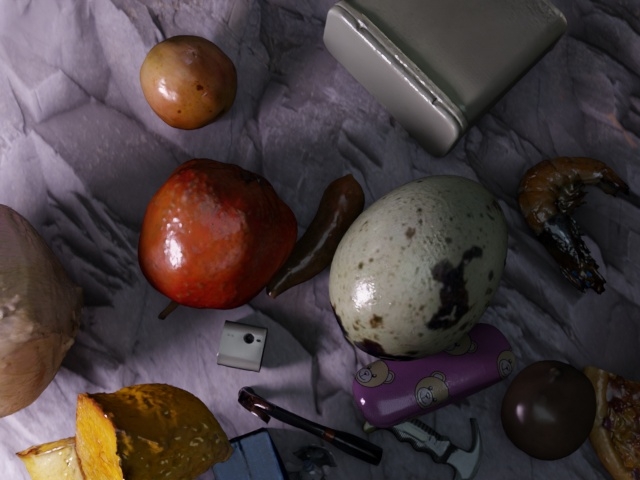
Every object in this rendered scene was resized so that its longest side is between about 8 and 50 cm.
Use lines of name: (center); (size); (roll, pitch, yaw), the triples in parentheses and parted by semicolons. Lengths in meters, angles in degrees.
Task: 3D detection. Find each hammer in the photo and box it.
hammer: (-0.015, 0.343, 1.592); (0.290, 0.137, 0.037); (25, 85, -7)
hammer: (0.192, 0.374, 1.627); (0.227, 0.041, 0.158); (26, 78, 3)

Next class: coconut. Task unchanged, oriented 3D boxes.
coconut: (-0.587, 0.117, 1.473); (0.405, 0.404, 0.404); (1, 78, -3)

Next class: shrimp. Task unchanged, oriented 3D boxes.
shrimp: (0.527, -0.040, 1.725); (0.222, 0.054, 0.290); (-22, 76, -8)

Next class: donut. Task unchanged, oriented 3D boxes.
donut: (-0.248, 0.410, 1.348); (0.164, 0.378, 0.434); (-17, 101, -29)
donut: (-0.392, 0.390, 1.543); (0.295, 0.151, 0.112); (-17, 89, -7)

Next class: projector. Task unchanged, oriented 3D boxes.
projector: (-0.146, 0.198, 1.624); (0.082, 0.083, 0.083); (11, 78, -1)

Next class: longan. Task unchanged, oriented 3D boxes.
longan: (0.415, 0.310, 1.589); (0.189, 0.189, 0.189); (1, 78, -3)

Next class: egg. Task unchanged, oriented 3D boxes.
egg: (0.180, 0.044, 1.575); (0.288, 0.287, 0.379); (38, 64, 5)

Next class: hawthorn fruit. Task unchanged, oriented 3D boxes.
hawthorn fruit: (-0.206, 0.014, 1.579); (0.287, 0.287, 0.330); (34, 102, 4)

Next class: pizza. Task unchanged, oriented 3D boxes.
pizza: (0.620, 0.348, 1.635); (0.229, 0.081, 0.289); (-20, 78, -7)

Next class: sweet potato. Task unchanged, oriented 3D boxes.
sweet potato: (0.001, 0.002, 1.668); (0.097, 0.097, 0.291); (33, 77, 4)

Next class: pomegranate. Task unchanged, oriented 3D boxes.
pomegranate: (-0.255, -0.307, 1.675); (0.191, 0.191, 0.191); (1, 78, -3)

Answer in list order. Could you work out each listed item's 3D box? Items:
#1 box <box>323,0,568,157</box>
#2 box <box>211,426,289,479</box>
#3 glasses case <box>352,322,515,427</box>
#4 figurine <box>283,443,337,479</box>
box: (0.249, -0.411, 1.731); (0.344, 0.177, 0.352); (-42, 83, -12)
box: (-0.096, 0.457, 1.473); (0.116, 0.279, 0.261); (-20, 80, -9)
glasses case: (0.212, 0.248, 1.622); (0.317, 0.075, 0.123); (-19, 60, -14)
figurine: (-0.020, 0.416, 1.580); (0.095, 0.086, 0.082); (15, 41, 3)
